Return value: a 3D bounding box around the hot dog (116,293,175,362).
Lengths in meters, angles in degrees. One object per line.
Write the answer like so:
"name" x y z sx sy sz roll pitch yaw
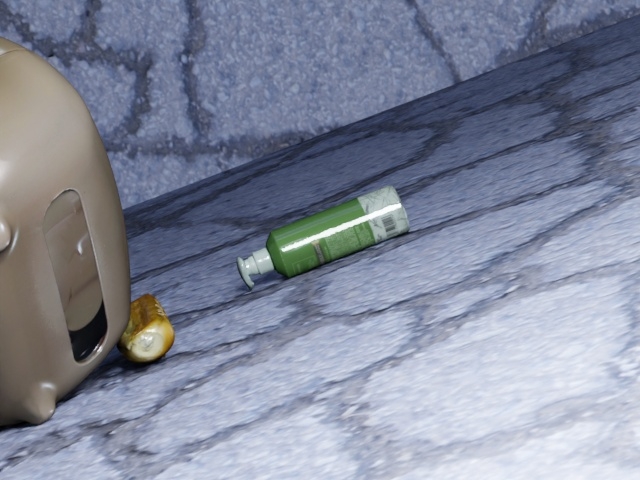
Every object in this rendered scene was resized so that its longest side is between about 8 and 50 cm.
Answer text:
"hot dog" -0.190 0.101 2.003 0.066 0.047 0.216 -36 10 -6

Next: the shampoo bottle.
"shampoo bottle" 0.000 0.000 2.156 0.204 0.065 0.065 -21 8 -4

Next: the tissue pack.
"tissue pack" -0.338 -0.005 1.859 0.277 0.387 0.267 28 51 29
